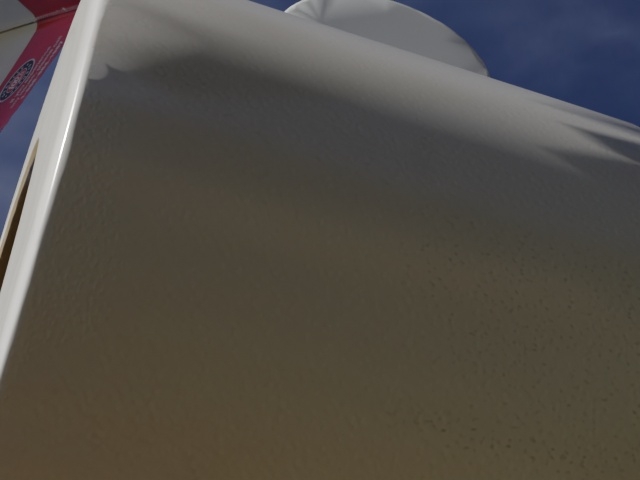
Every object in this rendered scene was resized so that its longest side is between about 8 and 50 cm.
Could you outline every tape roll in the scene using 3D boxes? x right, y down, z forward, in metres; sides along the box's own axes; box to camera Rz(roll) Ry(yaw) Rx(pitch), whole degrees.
[{"bbox_3d":[-0.021,0.056,0.563,0.169,0.246,0.246,17,-54,-11],"label":"tape roll"}]

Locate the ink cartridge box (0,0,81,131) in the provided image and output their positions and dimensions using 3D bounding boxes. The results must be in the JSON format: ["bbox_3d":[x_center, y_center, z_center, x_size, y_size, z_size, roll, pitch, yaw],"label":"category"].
[{"bbox_3d":[-0.268,-0.064,0.971,0.114,0.273,0.197,42,-66,4],"label":"ink cartridge box"}]

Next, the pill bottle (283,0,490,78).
[{"bbox_3d":[0.000,0.000,1.156,0.162,0.162,0.278,15,-51,-7],"label":"pill bottle"}]
